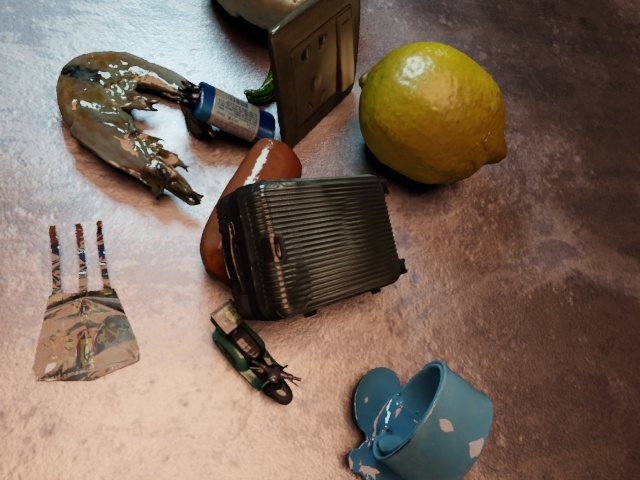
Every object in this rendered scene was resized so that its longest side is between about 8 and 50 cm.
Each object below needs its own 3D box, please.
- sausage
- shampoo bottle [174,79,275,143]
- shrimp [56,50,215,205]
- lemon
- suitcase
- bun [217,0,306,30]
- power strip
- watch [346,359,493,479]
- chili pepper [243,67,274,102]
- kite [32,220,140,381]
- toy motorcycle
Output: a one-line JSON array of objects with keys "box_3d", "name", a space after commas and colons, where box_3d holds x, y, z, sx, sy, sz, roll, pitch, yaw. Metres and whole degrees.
[{"box_3d": [-0.119, -0.048, 0.769, 0.113, 0.113, 0.259, 27, 62, -5], "name": "sausage"}, {"box_3d": [-0.170, -0.234, 0.833, 0.183, 0.050, 0.087, 18, 47, -31], "name": "shampoo bottle"}, {"box_3d": [-0.301, -0.207, 0.804, 0.247, 0.085, 0.360, -32, 77, -33], "name": "shrimp"}, {"box_3d": [0.215, -0.235, 0.880, 0.319, 0.245, 0.245, 30, 62, -6], "name": "lemon"}, {"box_3d": [0.000, 0.000, 0.712, 0.312, 0.128, 0.202, -10, 88, -44], "name": "suitcase"}, {"box_3d": [-0.075, -0.598, 0.966, 0.359, 0.211, 0.360, 3, 79, -13], "name": "bun"}, {"box_3d": [-0.021, -0.336, 0.858, 0.092, 0.257, 0.251, 34, 62, 24], "name": "power strip"}, {"box_3d": [0.150, 0.281, 0.667, 0.211, 0.193, 0.211, 7, 64, -14], "name": "watch"}, {"box_3d": [-0.084, -0.347, 0.915, 0.050, 0.073, 0.182, 35, 97, 0], "name": "chili pepper"}, {"box_3d": [-0.357, 0.087, 0.689, 0.141, 0.015, 0.245, -7, 74, -21], "name": "kite"}, {"box_3d": [-0.099, 0.175, 0.686, 0.058, 0.100, 0.173, -39, 82, -27], "name": "toy motorcycle"}]
